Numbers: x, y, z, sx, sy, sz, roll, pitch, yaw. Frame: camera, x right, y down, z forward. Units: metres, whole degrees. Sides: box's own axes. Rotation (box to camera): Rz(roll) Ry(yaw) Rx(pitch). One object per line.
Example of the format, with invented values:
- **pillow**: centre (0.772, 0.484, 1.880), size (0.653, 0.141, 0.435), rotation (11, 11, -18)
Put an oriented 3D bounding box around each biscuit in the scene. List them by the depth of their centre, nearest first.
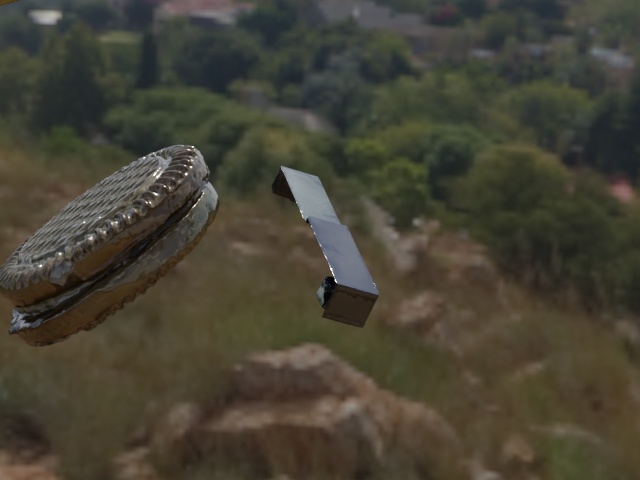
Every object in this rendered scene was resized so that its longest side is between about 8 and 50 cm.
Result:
- **biscuit**: centre (-0.206, 0.003, 1.597), size (0.259, 0.079, 0.259), rotation (-31, 16, 10)

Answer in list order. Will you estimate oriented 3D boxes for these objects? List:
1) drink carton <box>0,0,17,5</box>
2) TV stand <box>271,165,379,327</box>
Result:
- **drink carton**: centre (-0.047, -0.245, 0.875), size (0.351, 0.154, 0.111), rotation (-19, -10, -22)
- **TV stand**: centre (0.000, 0.000, 1.687), size (0.049, 0.040, 0.256), rotation (15, 25, -23)
